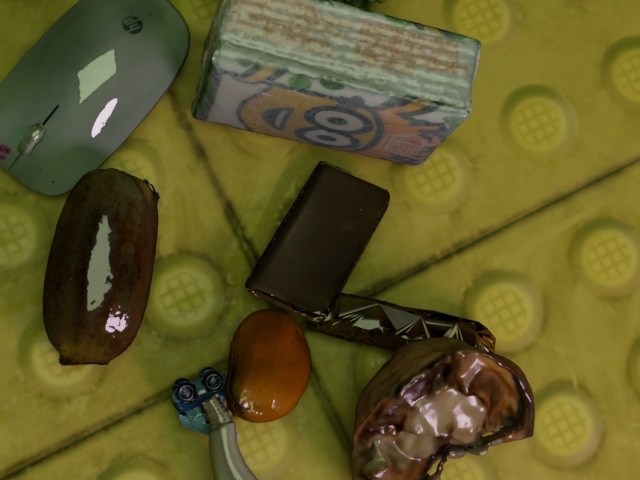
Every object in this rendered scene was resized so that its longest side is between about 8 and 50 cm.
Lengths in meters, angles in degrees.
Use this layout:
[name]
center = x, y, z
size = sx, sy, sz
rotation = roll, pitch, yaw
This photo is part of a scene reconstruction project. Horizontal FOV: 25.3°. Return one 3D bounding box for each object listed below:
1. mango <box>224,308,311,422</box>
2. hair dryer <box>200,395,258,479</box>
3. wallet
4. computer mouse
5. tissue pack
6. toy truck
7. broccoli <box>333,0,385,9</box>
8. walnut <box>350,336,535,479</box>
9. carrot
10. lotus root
[mango]
center = -0.066, 0.156, 1.692
size = 0.105, 0.084, 0.159
rotation = 35, 50, -18
[hair dryer]
center = -0.128, 0.381, 1.648
size = 0.296, 0.119, 0.298
rotation = -42, 85, -6
[wallet]
center = 0.000, 0.000, 1.744
size = 0.110, 0.031, 0.198
rotation = 23, 63, 14
[computer mouse]
center = -0.281, -0.192, 1.729
size = 0.159, 0.097, 0.288
rotation = 42, 75, -2
[tissue pack]
center = 0.012, -0.194, 1.712
size = 0.310, 0.228, 0.128
rotation = 12, 77, -8
[toy truck]
center = -0.134, 0.201, 1.706
size = 0.073, 0.056, 0.090
rotation = -24, 98, -9
[broccoli]
center = -0.023, -0.394, 1.746
size = 0.288, 0.260, 0.235
rotation = -1, 114, -14
[walnut]
center = 0.123, 0.203, 1.686
size = 0.238, 0.141, 0.204
rotation = -40, 125, 0
[carrot]
center = 0.101, 0.111, 1.754
size = 0.228, 0.069, 0.069
rotation = 14, 78, -6
[lotus root]
center = -0.258, 0.030, 1.678
size = 0.124, 0.123, 0.241
rotation = 7, 76, 1
